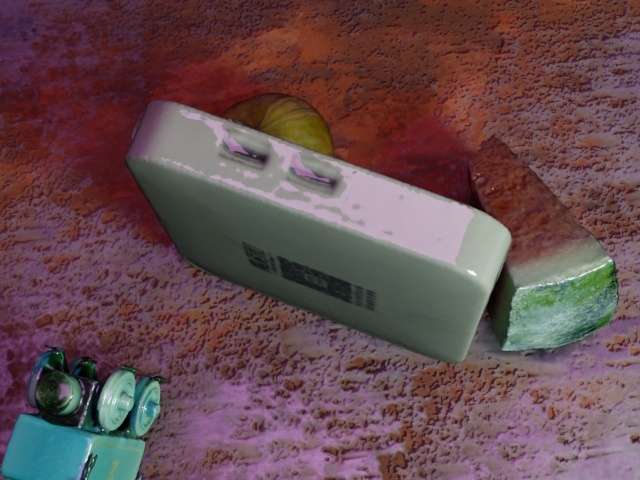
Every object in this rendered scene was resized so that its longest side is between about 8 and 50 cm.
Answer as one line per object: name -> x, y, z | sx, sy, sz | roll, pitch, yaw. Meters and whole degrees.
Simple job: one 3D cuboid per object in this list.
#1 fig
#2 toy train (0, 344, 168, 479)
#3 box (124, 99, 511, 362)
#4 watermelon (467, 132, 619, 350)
fig -> -0.074, -0.095, 1.202 | 0.160, 0.231, 0.143 | 32, 116, 7
toy train -> -0.253, 0.208, 1.092 | 0.112, 0.203, 0.163 | 14, 79, 13
box -> 0.000, 0.000, 1.069 | 0.373, 0.367, 0.090 | 21, 73, 9
watermelon -> 0.228, -0.002, 1.160 | 0.140, 0.193, 0.256 | -18, 54, -4
